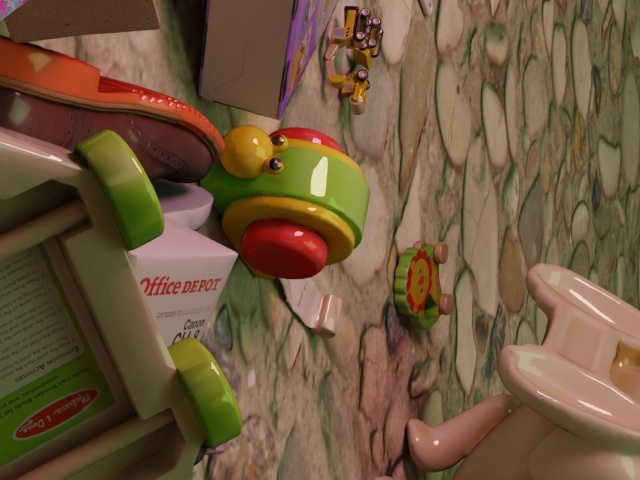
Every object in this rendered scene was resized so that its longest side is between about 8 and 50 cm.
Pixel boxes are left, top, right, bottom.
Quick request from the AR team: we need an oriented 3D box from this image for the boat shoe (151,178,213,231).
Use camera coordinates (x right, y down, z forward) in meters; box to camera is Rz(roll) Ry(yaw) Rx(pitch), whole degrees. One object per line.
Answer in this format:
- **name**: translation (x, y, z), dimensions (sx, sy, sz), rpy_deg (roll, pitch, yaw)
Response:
- **boat shoe**: translation (-0.140, 0.013, 1.153), dimensions (0.228, 0.080, 0.076), rpy_deg (-41, 147, -67)

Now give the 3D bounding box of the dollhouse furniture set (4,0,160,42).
- **dollhouse furniture set**: translation (-0.094, -0.271, 1.002), dimensions (0.262, 0.135, 0.259), rpy_deg (-62, 144, -52)

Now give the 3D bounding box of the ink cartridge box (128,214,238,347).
- **ink cartridge box**: translation (-0.152, 0.057, 0.965), dimensions (0.176, 0.127, 0.128), rpy_deg (-67, 160, 9)

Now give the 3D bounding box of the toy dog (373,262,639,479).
- **toy dog**: translation (0.245, 0.288, 1.817), dimensions (0.408, 0.395, 0.284), rpy_deg (-61, -173, 27)

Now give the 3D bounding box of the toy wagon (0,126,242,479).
- **toy wagon**: translation (-0.171, 0.111, 0.836), dimensions (0.267, 0.068, 0.344), rpy_deg (-27, 120, -15)

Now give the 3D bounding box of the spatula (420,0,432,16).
- **spatula**: translation (0.101, -0.359, 1.828), dimensions (0.242, 0.019, 0.168), rpy_deg (61, 36, -53)

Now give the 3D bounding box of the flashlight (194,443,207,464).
- **flashlight**: translation (-0.120, 0.229, 1.189), dimensions (0.103, 0.103, 0.304), rpy_deg (115, -17, -73)

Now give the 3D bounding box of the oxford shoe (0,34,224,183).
- **oxford shoe**: translation (-0.152, -0.058, 1.108), dimensions (0.271, 0.097, 0.098), rpy_deg (16, 90, -61)

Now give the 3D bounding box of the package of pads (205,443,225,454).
- **package of pads**: translation (-0.097, 0.135, 1.330), dimensions (0.083, 0.032, 0.050), rpy_deg (21, 71, -68)

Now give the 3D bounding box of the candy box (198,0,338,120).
- **candy box**: translation (-0.025, -0.219, 1.367), dimensions (0.164, 0.070, 0.196), rpy_deg (100, 10, -45)

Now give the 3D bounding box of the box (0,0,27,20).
- **box**: translation (-0.256, -0.184, 0.671), dimensions (0.290, 0.177, 0.279), rpy_deg (-53, 140, -57)

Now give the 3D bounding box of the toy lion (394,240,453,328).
- **toy lion**: translation (0.104, 0.050, 1.865), dimensions (0.096, 0.034, 0.100), rpy_deg (-46, 135, -51)

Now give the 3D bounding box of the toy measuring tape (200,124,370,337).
- **toy measuring tape**: translation (0.000, 0.000, 1.461), dimensions (0.330, 0.121, 0.121), rpy_deg (58, 39, -57)

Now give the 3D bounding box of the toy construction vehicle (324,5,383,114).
- **toy construction vehicle**: translation (0.029, -0.173, 1.646), dimensions (0.086, 0.035, 0.098), rpy_deg (68, 32, -69)
